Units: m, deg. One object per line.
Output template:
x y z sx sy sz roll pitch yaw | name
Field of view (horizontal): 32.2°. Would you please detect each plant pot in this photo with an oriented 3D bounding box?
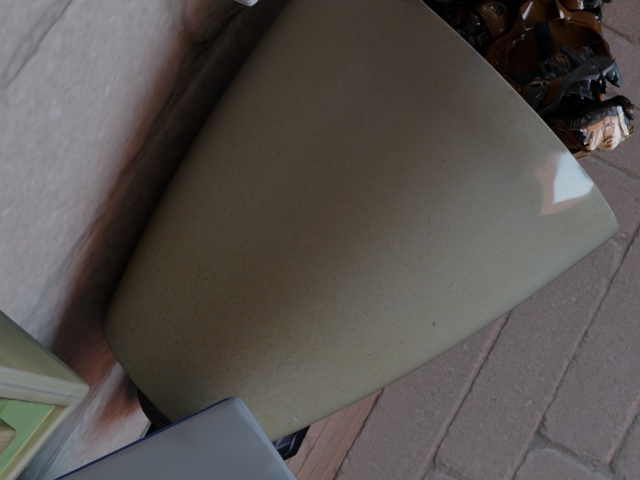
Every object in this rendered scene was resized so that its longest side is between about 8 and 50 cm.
0.000 0.000 0.716 0.274 0.256 0.256 -45 168 4 | plant pot

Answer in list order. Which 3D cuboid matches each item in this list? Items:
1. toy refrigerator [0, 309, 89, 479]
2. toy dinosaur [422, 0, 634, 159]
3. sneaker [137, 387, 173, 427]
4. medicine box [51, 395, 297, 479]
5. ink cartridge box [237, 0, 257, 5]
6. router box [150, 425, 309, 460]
-0.157 0.055 0.347 0.102 0.094 0.269 -50 174 -9 | toy refrigerator
0.105 -0.169 0.764 0.164 0.322 0.218 -32 126 -23 | toy dinosaur
0.001 0.068 0.857 0.286 0.130 0.109 -42 129 -12 | sneaker
-0.134 0.265 0.643 0.263 0.149 0.289 -23 148 -26 | medicine box
-0.010 -0.229 0.460 0.212 0.093 0.154 -57 166 -32 | ink cartridge box
-0.037 0.105 1.085 0.243 0.081 0.309 -63 168 1 | router box
